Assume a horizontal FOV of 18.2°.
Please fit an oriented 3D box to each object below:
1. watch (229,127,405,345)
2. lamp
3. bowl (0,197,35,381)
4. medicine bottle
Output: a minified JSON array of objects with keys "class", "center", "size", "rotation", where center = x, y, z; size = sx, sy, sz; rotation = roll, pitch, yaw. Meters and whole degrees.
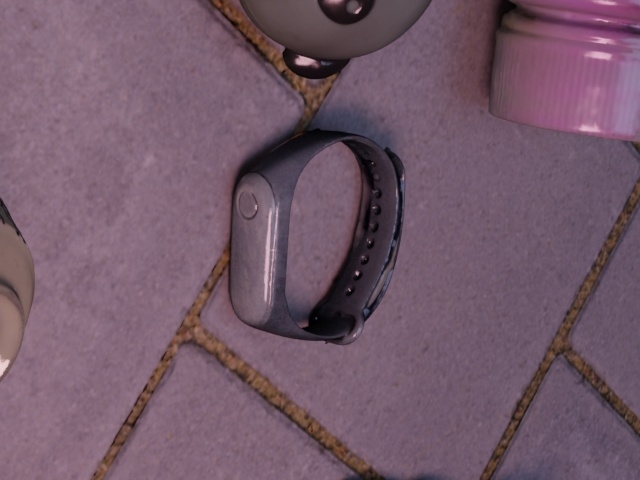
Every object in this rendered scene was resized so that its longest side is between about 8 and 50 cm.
[{"class":"watch","center":[0.000,0.000,1.886],"size":[0.193,0.068,0.206],"rotation":[-11,107,-42]},{"class":"lamp","center":[0.001,-0.273,1.732],"size":[0.198,0.197,0.244],"rotation":[-50,121,-23]},{"class":"bowl","center":[-0.308,0.054,1.504],"size":[0.237,0.126,0.238],"rotation":[-32,142,-29]},{"class":"medicine bottle","center":[0.290,-0.301,1.979],"size":[0.219,0.219,0.388],"rotation":[0,101,-45]}]
